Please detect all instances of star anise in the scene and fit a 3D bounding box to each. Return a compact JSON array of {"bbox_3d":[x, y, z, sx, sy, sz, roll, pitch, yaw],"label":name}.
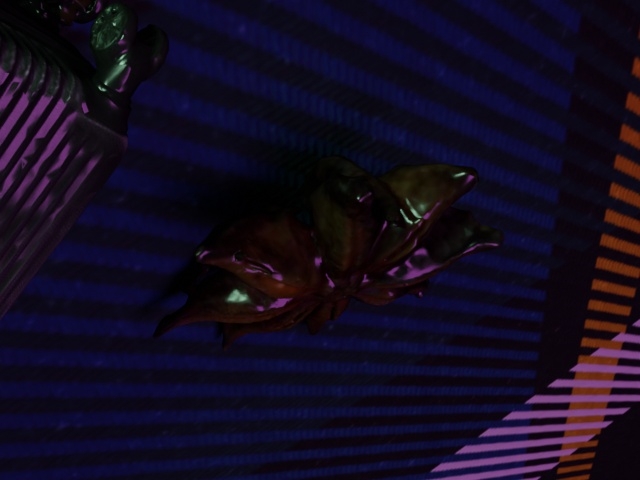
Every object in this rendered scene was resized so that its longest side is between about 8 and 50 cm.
[{"bbox_3d":[0.000,0.000,0.626,0.272,0.102,0.272,-15,157,-6],"label":"star anise"}]

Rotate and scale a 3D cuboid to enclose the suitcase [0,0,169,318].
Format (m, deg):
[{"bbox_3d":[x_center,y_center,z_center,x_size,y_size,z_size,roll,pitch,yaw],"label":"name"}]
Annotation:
[{"bbox_3d":[-0.229,-0.017,0.356,0.312,0.128,0.202,-50,142,8],"label":"suitcase"}]
